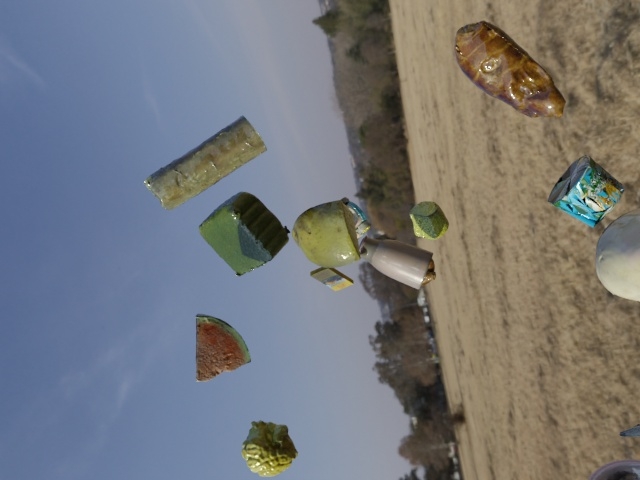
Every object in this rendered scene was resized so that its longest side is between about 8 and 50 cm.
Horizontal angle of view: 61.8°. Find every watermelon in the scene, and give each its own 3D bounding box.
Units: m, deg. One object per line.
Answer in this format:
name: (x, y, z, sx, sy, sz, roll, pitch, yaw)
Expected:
watermelon: (-0.301, 0.302, 1.563, 0.207, 0.136, 0.202, 65, -169, -47)

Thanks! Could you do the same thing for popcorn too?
popcorn: (-0.160, 0.627, 1.629, 0.142, 0.174, 0.173, 103, 167, -50)

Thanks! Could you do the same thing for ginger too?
ginger: (0.609, -0.550, 1.755, 0.418, 0.176, 0.254, 36, -161, 0)

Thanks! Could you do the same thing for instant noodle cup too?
instant noodle cup: (1.017, -0.184, 2.039, 0.240, 0.178, 0.240, -56, -3, -4)

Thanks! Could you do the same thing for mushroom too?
mushroom: (0.318, 0.097, 1.756, 0.087, 0.127, 0.127, -83, -20, -59)
mushroom: (0.947, 0.069, 1.553, 0.315, 0.315, 0.356, -72, -6, -71)

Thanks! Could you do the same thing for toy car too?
toy car: (0.068, -0.045, 1.668, 0.126, 0.098, 0.161, 51, 144, 11)

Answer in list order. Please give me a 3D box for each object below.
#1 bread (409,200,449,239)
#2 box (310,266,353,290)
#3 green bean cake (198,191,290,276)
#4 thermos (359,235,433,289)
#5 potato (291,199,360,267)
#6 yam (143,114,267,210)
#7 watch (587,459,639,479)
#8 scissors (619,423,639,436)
bread: (0.390, -0.073, 1.911, 0.111, 0.129, 0.114, -49, -53, -26)
box: (0.043, 0.140, 1.989, 0.155, 0.087, 0.023, 33, -140, -40)
green bean cake: (-0.268, -0.028, 1.876, 0.250, 0.247, 0.156, 50, -135, -13)
thermos: (0.197, 0.042, 1.445, 0.137, 0.193, 0.105, -52, -20, -58)
potato: (0.000, 0.000, 1.100, 0.081, 0.149, 0.120, 43, -152, -44)
yam: (-0.237, -0.155, 1.101, 0.093, 0.259, 0.093, 58, -178, -2)
watch: (0.610, 0.541, 1.059, 0.231, 0.244, 0.196, -44, -53, -35)
scissors: (0.693, 0.342, 0.996, 0.300, 0.022, 0.109, -44, 54, 53)
